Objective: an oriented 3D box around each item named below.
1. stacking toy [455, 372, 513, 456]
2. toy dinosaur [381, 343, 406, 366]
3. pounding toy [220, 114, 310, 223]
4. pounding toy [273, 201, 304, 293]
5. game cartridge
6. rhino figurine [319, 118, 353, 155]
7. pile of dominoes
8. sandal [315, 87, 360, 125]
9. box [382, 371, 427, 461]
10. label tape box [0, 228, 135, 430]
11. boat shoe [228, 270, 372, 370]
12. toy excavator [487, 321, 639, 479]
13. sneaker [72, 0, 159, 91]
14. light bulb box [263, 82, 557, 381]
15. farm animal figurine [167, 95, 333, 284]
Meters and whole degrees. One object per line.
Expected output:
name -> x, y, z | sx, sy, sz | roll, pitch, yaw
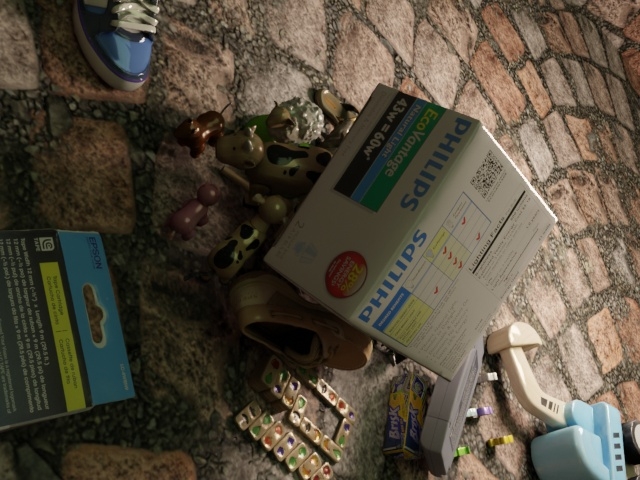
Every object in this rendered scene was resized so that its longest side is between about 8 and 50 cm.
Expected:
stacking toy -> 0.354, 0.396, 1.709 | 0.221, 0.052, 0.167 | 5, 68, -46
toy dinosaur -> 0.148, 0.140, 1.571 | 0.322, 0.164, 0.218 | -28, 79, -28
pounding toy -> -0.066, -0.167, 1.476 | 0.183, 0.110, 0.237 | 46, 43, -22
pounding toy -> -0.010, -0.005, 1.446 | 0.181, 0.094, 0.206 | -7, 84, -14
game cartridge -> 0.276, 0.321, 1.547 | 0.297, 0.062, 0.198 | -65, 151, -28
rhino figurine -> 0.033, -0.187, 1.593 | 0.073, 0.106, 0.243 | 36, 36, -26
pile of dominoes -> -0.029, 0.314, 1.338 | 0.251, 0.040, 0.196 | 46, 43, -21
sandal -> 0.062, -0.291, 1.725 | 0.180, 0.049, 0.072 | 39, 47, -29
box -> 0.174, 0.359, 1.522 | 0.054, 0.059, 0.169 | 37, 48, -31
label tape box -> -0.429, 0.119, 0.940 | 0.348, 0.115, 0.249 | -2, 74, -51
boat shoe -> -0.028, 0.175, 1.318 | 0.341, 0.121, 0.110 | 31, 32, -38
toy excavator -> 0.605, 0.462, 1.853 | 0.445, 0.222, 0.433 | 29, 50, -25
sneaker -> -0.307, -0.442, 1.246 | 0.130, 0.236, 0.323 | 1, 71, -47
light bulb box -> 0.162, -0.004, 1.252 | 0.358, 0.225, 0.361 | -56, 138, -2
farm animal figurine -> -0.104, -0.105, 1.276 | 0.327, 0.172, 0.330 | -8, 71, -24
